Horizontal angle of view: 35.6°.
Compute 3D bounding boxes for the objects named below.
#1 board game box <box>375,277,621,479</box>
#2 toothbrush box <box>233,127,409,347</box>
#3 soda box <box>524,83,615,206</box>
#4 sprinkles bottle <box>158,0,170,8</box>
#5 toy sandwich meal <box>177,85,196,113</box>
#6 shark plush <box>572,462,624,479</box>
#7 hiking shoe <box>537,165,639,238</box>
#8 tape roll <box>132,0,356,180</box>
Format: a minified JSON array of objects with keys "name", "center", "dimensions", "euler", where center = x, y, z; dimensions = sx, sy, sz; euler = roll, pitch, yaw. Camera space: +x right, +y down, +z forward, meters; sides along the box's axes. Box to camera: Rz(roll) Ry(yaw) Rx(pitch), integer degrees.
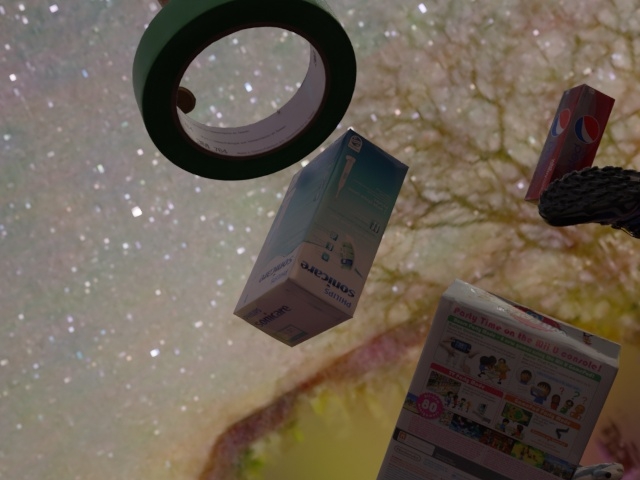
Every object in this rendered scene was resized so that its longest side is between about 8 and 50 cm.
[{"name":"board game box","center":[0.212,0.233,1.239],"dimensions":[0.097,0.224,0.303],"euler":[-31,-38,-67]},{"name":"toothbrush box","center":[0.000,0.000,1.612],"dimensions":[0.216,0.126,0.296],"euler":[-34,28,56]},{"name":"soda box","center":[0.526,-0.191,2.100],"dimensions":[0.263,0.083,0.092],"euler":[-69,15,-7]},{"name":"sprinkles bottle","center":[-0.313,-0.564,2.000],"dimensions":[0.121,0.355,0.121],"euler":[-31,-8,-5]},{"name":"toy sandwich meal","center":[-0.337,-0.338,2.379],"dimensions":[0.085,0.029,0.086],"euler":[3,-52,4]},{"name":"shark plush","center":[0.468,0.431,1.813],"dimensions":[0.161,0.073,0.067],"euler":[-10,30,23]},{"name":"hiking shoe","center":[0.490,-0.049,1.573],"dimensions":[0.304,0.113,0.132],"euler":[-11,-56,-8]},{"name":"tape roll","center":[-0.108,-0.233,1.450],"dimensions":[0.321,0.077,0.321],"euler":[-13,-44,-13]}]
